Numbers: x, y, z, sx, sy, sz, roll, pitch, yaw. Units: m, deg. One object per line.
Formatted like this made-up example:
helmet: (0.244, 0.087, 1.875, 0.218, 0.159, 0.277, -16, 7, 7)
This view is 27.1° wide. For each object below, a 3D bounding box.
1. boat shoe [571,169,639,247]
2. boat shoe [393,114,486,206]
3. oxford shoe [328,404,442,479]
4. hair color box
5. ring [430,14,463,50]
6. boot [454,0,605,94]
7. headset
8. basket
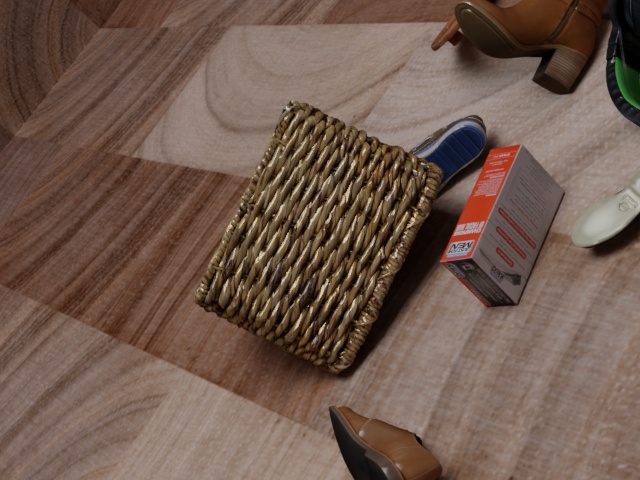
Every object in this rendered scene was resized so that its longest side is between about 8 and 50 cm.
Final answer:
boat shoe: (0.336, -0.034, 1.464, 0.133, 0.042, 0.049, -40, 55, 12)
boat shoe: (0.149, -0.103, 1.773, 0.183, 0.066, 0.066, -32, 16, 28)
oxford shoe: (0.069, 0.232, 1.475, 0.076, 0.076, 0.212, -21, 22, -17)
hair color box: (0.213, -0.018, 1.547, 0.053, 0.093, 0.167, -9, 46, 48)
ring: (0.276, -0.386, 1.853, 0.336, 0.032, 0.336, -48, 5, 6)
boot: (0.272, -0.298, 1.710, 0.073, 0.197, 0.152, -6, 55, 63)
headset: (0.429, -0.312, 1.521, 0.243, 0.185, 0.394, -12, 57, 52)
basket: (0.000, 0.000, 1.734, 0.213, 0.223, 0.299, 66, -131, -87)
